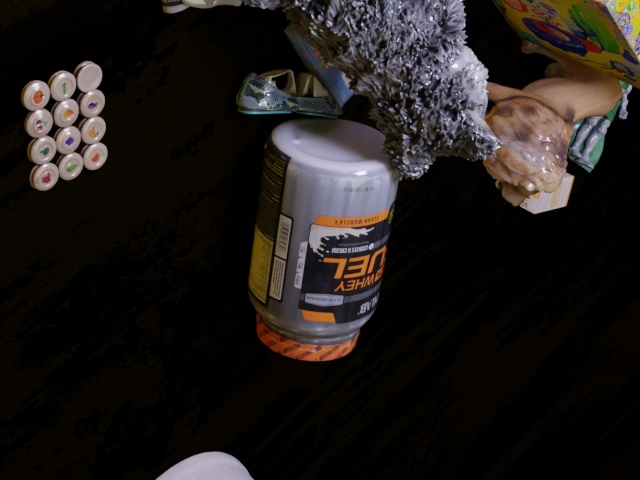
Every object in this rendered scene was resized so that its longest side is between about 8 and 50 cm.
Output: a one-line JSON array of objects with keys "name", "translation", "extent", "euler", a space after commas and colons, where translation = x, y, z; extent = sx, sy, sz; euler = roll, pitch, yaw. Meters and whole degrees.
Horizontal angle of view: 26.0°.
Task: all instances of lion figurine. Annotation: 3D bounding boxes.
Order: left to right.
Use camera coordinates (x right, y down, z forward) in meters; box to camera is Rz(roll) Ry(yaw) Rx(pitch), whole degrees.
[{"name": "lion figurine", "translation": [0.375, -0.217, 2.211], "extent": [0.392, 0.240, 0.142], "euler": [-37, 137, -28]}]

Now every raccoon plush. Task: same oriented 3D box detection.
[{"name": "raccoon plush", "translation": [0.037, -0.216, 1.741], "extent": [0.446, 0.216, 0.299], "euler": [-11, 91, -35]}]

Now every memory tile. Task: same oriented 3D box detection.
[{"name": "memory tile", "translation": [-0.308, -0.138, 1.683], "extent": [0.113, 0.012, 0.148], "euler": [-26, 131, -36]}]

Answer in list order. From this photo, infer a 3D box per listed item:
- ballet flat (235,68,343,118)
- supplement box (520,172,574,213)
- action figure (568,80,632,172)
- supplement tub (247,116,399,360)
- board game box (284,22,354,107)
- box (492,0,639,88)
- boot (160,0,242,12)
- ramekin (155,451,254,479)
[{"name": "ballet flat", "translation": [-0.035, -0.203, 1.906], "extent": [0.188, 0.070, 0.070], "euler": [-3, 116, -48]}, {"name": "supplement box", "translation": [0.409, -0.089, 2.500], "extent": [0.098, 0.036, 0.062], "euler": [-12, 123, -44]}, {"name": "action figure", "translation": [0.516, -0.247, 2.501], "extent": [0.137, 0.063, 0.232], "euler": [29, 88, -49]}, {"name": "supplement tub", "translation": [0.000, 0.000, 1.973], "extent": [0.193, 0.193, 0.316], "euler": [-18, 127, -41]}, {"name": "board game box", "translation": [0.056, -0.314, 1.954], "extent": [0.211, 0.039, 0.160], "euler": [-50, 141, -13]}, {"name": "box", "translation": [0.405, -0.397, 2.085], "extent": [0.177, 0.290, 0.279], "euler": [-55, 142, -4]}, {"name": "boot", "translation": [-0.173, -0.329, 1.637], "extent": [0.258, 0.095, 0.123], "euler": [-8, 112, -47]}, {"name": "ramekin", "translation": [-0.175, 0.480, 2.143], "extent": [0.277, 0.135, 0.277], "euler": [-27, 132, -35]}]
